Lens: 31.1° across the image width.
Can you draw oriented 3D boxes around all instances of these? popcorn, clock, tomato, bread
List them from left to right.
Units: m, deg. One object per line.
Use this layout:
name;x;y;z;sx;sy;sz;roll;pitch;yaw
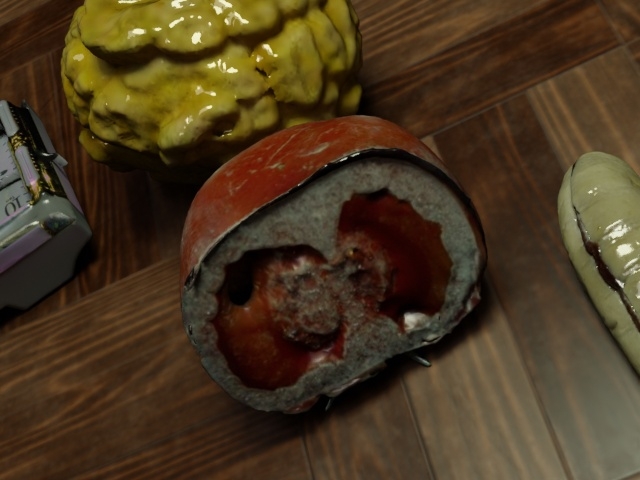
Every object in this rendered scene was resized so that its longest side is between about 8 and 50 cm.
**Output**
clock;-0.328;0.000;1.035;0.253;0.083;0.186;-34;50;2
popcorn;-0.094;-0.137;0.920;0.250;0.250;0.190;-10;82;21
tomato;0.000;0.000;0.830;0.214;0.180;0.155;-24;32;1
bread;0.208;0.018;0.766;0.073;0.053;0.214;-28;50;13
